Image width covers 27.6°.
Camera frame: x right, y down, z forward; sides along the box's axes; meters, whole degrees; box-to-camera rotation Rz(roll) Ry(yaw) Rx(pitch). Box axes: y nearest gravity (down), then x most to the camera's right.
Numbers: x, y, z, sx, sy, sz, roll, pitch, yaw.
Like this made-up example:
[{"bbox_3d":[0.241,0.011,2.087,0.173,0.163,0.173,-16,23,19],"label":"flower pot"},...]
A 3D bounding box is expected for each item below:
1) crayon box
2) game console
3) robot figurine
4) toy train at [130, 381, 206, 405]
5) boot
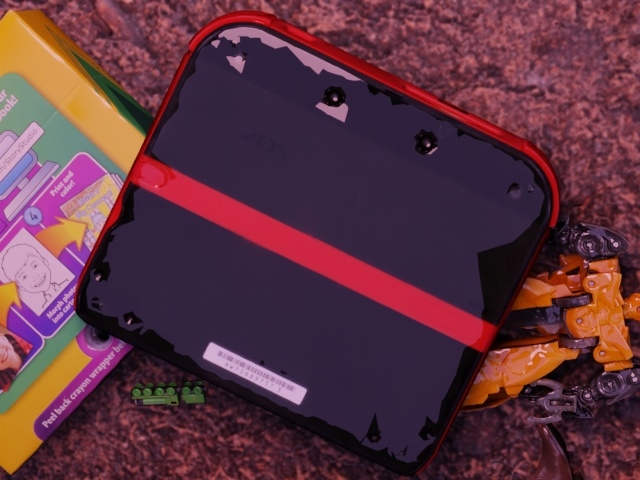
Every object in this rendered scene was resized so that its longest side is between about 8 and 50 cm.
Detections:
[{"bbox_3d":[-0.302,0.002,1.335,0.313,0.106,0.363,44,101,-2],"label":"crayon box"},{"bbox_3d":[0.000,0.000,1.236,0.387,0.060,0.342,26,101,-1],"label":"game console"},{"bbox_3d":[0.184,0.080,1.302,0.291,0.085,0.211,-8,100,9],"label":"robot figurine"},{"bbox_3d":[-0.162,0.165,1.396,0.083,0.017,0.023,-3,111,7],"label":"toy train"},{"bbox_3d":[0.209,0.249,1.360,0.114,0.037,0.106,-25,95,16],"label":"boot"}]
